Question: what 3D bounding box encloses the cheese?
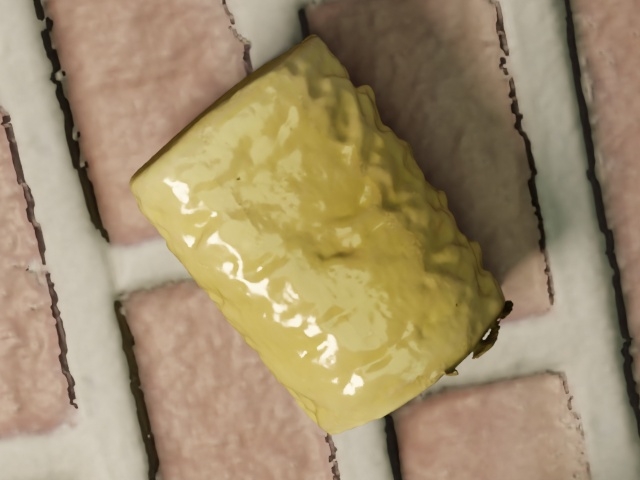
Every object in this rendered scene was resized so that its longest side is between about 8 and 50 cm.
[{"bbox_3d":[0.000,0.000,0.855,0.123,0.094,0.167,-35,100,12],"label":"cheese"}]
